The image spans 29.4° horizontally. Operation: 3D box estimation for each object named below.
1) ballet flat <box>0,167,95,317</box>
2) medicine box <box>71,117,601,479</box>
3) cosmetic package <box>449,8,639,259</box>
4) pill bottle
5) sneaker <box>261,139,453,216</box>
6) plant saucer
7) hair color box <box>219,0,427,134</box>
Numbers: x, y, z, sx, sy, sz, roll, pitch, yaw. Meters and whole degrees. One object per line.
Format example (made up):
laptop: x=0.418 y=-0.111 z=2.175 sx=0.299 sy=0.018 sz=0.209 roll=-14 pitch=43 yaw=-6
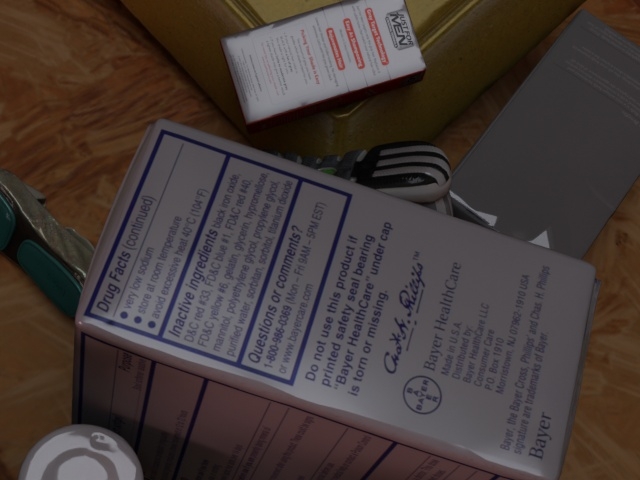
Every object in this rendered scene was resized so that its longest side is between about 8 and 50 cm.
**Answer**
ballet flat: x=-0.219 y=-0.006 z=0.932 sx=0.168 sy=0.057 sz=0.052 roll=47 pitch=37 yaw=8
medicine box: x=-0.007 y=0.084 z=0.805 sx=0.289 sy=0.263 sz=0.149 roll=20 pitch=62 yaw=-2
cosmetic package: x=0.194 y=-0.064 z=1.010 sx=0.127 sy=0.107 sz=0.238 roll=38 pitch=66 yaw=7
pill bottle: x=-0.158 y=0.175 z=0.802 sx=0.078 sy=0.137 sz=0.078 roll=5 pitch=65 yaw=-10
sneaker: x=0.000 y=0.000 z=0.950 sx=0.229 sy=0.132 sz=0.086 roll=-1 pitch=36 yaw=25
plant saucer: x=0.021 y=-0.244 z=0.993 sx=0.333 sy=0.081 sz=0.333 roll=-43 pitch=86 yaw=-5
hair color box: x=0.002 y=-0.136 z=0.918 sx=0.141 sy=0.043 sz=0.072 roll=-17 pitch=84 yaw=-2
